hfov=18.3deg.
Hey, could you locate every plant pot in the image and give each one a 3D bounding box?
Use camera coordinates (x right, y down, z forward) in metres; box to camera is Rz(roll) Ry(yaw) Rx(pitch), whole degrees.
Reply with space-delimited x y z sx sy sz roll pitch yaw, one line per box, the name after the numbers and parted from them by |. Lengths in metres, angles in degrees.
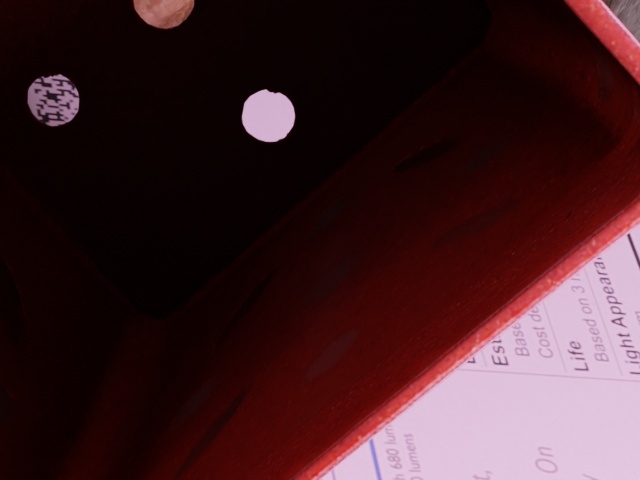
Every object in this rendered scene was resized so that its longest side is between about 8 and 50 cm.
-0.075 -0.062 0.590 0.267 0.267 0.236 -41 -176 15 | plant pot

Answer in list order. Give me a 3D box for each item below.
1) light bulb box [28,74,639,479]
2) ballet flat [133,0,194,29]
-0.010 0.117 0.829 0.225 0.361 0.358 112 -26 -43 | light bulb box
-0.021 -0.167 0.915 0.342 0.124 0.116 -60 -179 9 | ballet flat
